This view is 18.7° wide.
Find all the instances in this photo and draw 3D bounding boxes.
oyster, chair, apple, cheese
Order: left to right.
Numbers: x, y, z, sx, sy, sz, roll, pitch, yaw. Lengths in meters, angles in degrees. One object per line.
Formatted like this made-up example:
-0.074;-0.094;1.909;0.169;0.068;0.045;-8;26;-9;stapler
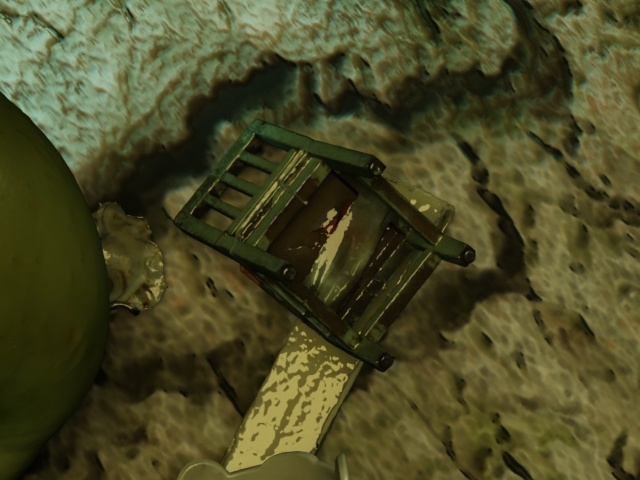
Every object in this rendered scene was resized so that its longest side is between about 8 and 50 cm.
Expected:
-0.417;0.036;1.613;0.473;0.473;0.474;-1;78;3;apple
-0.228;0.024;1.794;0.165;0.053;0.108;-11;96;-6;oyster
-0.007;0.123;1.768;0.085;0.034;0.400;29;80;9;cheese
0.000;0.000;1.731;0.147;0.270;0.136;42;81;-24;chair

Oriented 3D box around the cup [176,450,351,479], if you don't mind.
-0.084;0.327;1.636;0.289;0.219;0.258;-7;99;36;cup
